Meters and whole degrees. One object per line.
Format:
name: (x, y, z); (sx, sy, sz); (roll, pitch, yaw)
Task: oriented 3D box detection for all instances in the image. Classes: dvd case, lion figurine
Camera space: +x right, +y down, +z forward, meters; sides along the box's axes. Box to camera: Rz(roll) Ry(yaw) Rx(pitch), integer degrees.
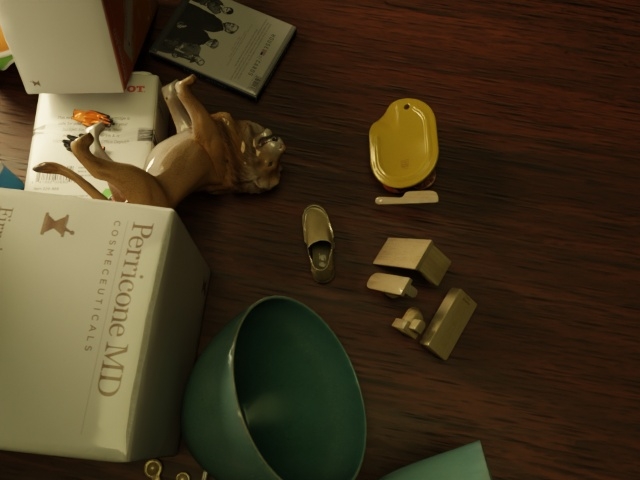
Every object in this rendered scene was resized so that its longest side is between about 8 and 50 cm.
dvd case: (-0.192, -0.394, 1.245); (0.238, 0.029, 0.179); (25, 74, 7)
lion figurine: (-0.238, -0.118, 1.026); (0.392, 0.142, 0.240); (-39, 115, -32)

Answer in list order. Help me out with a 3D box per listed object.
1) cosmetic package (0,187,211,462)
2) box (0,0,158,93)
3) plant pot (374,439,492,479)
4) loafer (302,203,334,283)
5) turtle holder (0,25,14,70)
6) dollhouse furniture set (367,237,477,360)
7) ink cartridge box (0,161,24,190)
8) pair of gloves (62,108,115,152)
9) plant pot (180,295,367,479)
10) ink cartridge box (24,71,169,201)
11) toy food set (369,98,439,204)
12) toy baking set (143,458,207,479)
cosmetic package: (-0.400, 0.131, 0.923); (0.393, 0.327, 0.329); (6, 73, 1)
box: (-0.411, -0.437, 1.092); (0.168, 0.215, 0.345); (-1, 45, -1)
plant pot: (0.147, 0.448, 0.856); (0.235, 0.293, 0.293); (-16, 73, 9)
loafer: (0.000, 0.000, 1.110); (0.056, 0.050, 0.148); (-11, 73, -4)
turtle holder: (-0.635, -0.437, 1.171); (0.227, 0.320, 0.243); (-27, 107, -8)
dollhouse furniture set: (0.166, 0.098, 1.092); (0.151, 0.123, 0.144); (40, 74, -25)
ink cartridge box: (-0.675, -0.076, 0.950); (0.166, 0.395, 0.285); (25, 74, 7)
pair of gloves: (-0.391, -0.181, 1.057); (0.074, 0.010, 0.083); (13, 75, 3)
plant pot: (-0.094, 0.252, 0.938); (0.195, 0.290, 0.290); (-28, 71, 29)
ink cartridge box: (-0.388, -0.143, 1.116); (0.211, 0.121, 0.289); (1, 72, 0)
toy food set: (0.161, -0.150, 1.156); (0.128, 0.071, 0.218); (-8, 69, 22)
toy baking set: (-0.210, 0.442, 0.979); (0.256, 0.030, 0.197); (-1, 72, -1)
